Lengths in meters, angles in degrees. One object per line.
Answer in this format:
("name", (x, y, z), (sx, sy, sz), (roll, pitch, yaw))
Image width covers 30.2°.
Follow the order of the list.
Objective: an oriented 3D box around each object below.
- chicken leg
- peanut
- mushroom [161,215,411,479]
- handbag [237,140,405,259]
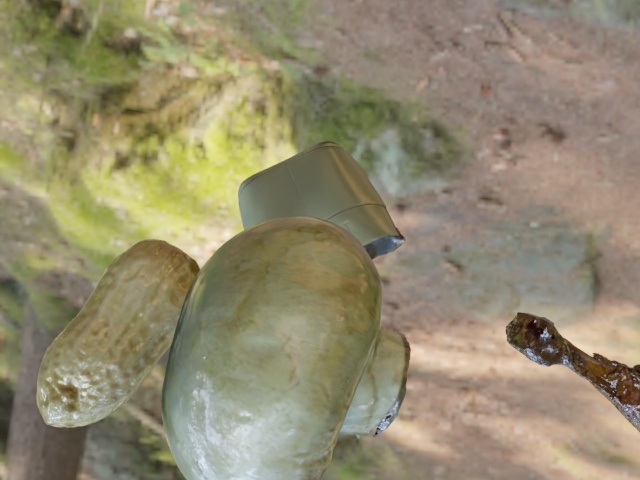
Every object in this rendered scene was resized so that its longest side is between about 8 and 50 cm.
("chicken leg", (0.368, 0.179, 1.476), (0.304, 0.093, 0.113), (26, 163, 9))
("peanut", (-0.295, 0.140, 1.719), (0.152, 0.313, 0.152), (32, 168, 7))
("mushroom", (-0.044, 0.145, 1.355), (0.260, 0.352, 0.352), (16, 168, -13))
("handbag", (0.000, 0.000, 1.877), (0.241, 0.315, 0.109), (-27, 142, 3))
